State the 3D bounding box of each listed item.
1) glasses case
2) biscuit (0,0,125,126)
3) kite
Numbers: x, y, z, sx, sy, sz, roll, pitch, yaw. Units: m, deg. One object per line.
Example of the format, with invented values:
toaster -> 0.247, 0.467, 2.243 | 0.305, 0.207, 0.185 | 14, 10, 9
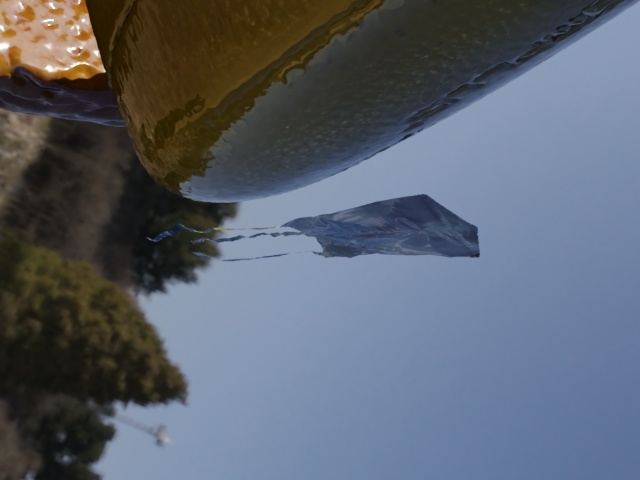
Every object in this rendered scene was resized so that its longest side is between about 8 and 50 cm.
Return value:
glasses case -> 0.053, -0.130, 0.443 | 0.371, 0.173, 0.141 | -30, -108, 33
biscuit -> -0.207, -0.175, 0.606 | 0.052, 0.262, 0.277 | -44, -119, 38
kite -> 0.000, 0.002, 1.101 | 0.310, 0.169, 0.015 | -5, -109, 27
